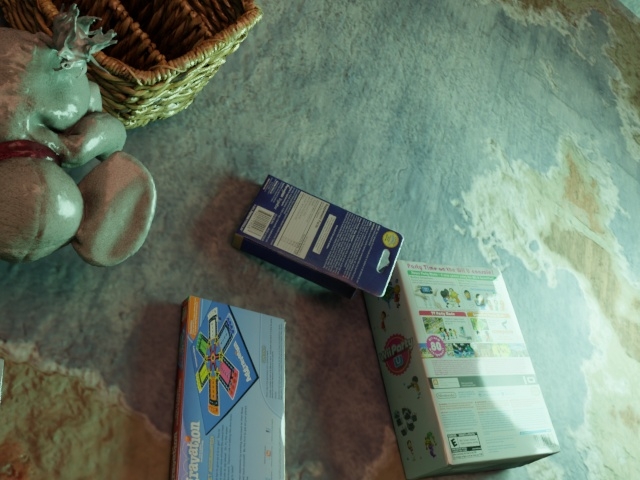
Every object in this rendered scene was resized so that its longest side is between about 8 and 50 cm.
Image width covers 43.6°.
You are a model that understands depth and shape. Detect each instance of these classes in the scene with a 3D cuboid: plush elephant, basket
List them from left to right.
[{"bbox_3d":[-0.332,-0.080,0.873,0.272,0.330,0.255,14,73,-38],"label":"plush elephant"},{"bbox_3d":[-0.273,-0.328,1.070,0.299,0.223,0.213,53,38,3],"label":"basket"}]

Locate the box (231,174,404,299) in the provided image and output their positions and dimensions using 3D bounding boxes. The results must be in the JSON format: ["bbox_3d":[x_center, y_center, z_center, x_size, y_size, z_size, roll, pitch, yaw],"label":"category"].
[{"bbox_3d":[0.000,0.000,1.164,0.225,0.036,0.136,24,48,2],"label":"box"}]

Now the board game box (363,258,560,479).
[{"bbox_3d":[0.205,0.187,1.195,0.224,0.097,0.303,6,60,-34],"label":"board game box"}]

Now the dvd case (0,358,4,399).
[{"bbox_3d":[-0.437,0.188,0.767,0.239,0.029,0.179,11,56,-30],"label":"dvd case"}]

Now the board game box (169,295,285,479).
[{"bbox_3d":[-0.111,0.213,0.993,0.145,0.027,0.281,18,53,-28],"label":"board game box"}]
